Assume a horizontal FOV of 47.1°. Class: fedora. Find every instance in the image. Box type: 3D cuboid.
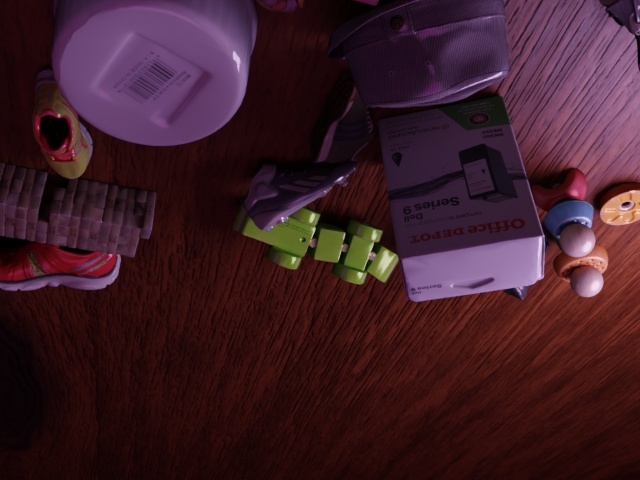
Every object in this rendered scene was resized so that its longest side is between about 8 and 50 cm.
[{"bbox_3d":[0.147,-0.242,0.957,0.275,0.124,0.244,-14,-177,14],"label":"fedora"}]

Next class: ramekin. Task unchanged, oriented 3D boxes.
[{"bbox_3d":[-0.222,-0.255,0.984,0.277,0.135,0.277,-3,142,-2],"label":"ramekin"}]

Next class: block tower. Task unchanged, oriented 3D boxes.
[{"bbox_3d":[-0.460,-0.054,1.258,0.335,0.091,0.097,10,141,-17],"label":"block tower"}]

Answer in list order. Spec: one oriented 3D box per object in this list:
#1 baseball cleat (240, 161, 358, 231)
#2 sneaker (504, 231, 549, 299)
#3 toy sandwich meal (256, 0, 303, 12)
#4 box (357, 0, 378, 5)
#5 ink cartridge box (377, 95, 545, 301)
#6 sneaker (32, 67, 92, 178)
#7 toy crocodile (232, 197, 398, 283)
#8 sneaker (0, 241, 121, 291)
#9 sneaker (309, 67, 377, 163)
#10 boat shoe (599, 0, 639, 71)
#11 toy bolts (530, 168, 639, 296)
[{"bbox_3d":[-0.041,-0.103,1.252,0.206,0.072,0.109,-34,95,1],"label":"baseball cleat"},{"bbox_3d":[0.375,0.035,1.383,0.109,0.286,0.130,33,96,6],"label":"sneaker"},{"bbox_3d":[-0.054,-0.336,0.980,0.085,0.029,0.086,-3,143,-2],"label":"toy sandwich meal"},{"bbox_3d":[0.042,-0.426,0.780,0.154,0.142,0.300,9,141,-16],"label":"box"},{"bbox_3d":[0.213,-0.068,1.143,0.211,0.289,0.121,-10,142,7],"label":"ink cartridge box"},{"bbox_3d":[-0.403,-0.157,1.127,0.081,0.094,0.208,-1,144,-6],"label":"sneaker"},{"bbox_3d":[0.000,0.000,1.374,0.340,0.105,0.115,15,99,-21],"label":"toy crocodile"},{"bbox_3d":[-0.516,0.019,1.367,0.279,0.107,0.118,-1,124,-9],"label":"sneaker"},{"bbox_3d":[0.053,-0.191,1.160,0.086,0.064,0.192,4,143,-23],"label":"sneaker"},{"bbox_3d":[0.417,-0.337,0.976,0.092,0.103,0.285,-11,139,18],"label":"boat shoe"},{"bbox_3d":[0.506,-0.016,1.347,0.218,0.158,0.228,-28,137,28],"label":"toy bolts"}]
